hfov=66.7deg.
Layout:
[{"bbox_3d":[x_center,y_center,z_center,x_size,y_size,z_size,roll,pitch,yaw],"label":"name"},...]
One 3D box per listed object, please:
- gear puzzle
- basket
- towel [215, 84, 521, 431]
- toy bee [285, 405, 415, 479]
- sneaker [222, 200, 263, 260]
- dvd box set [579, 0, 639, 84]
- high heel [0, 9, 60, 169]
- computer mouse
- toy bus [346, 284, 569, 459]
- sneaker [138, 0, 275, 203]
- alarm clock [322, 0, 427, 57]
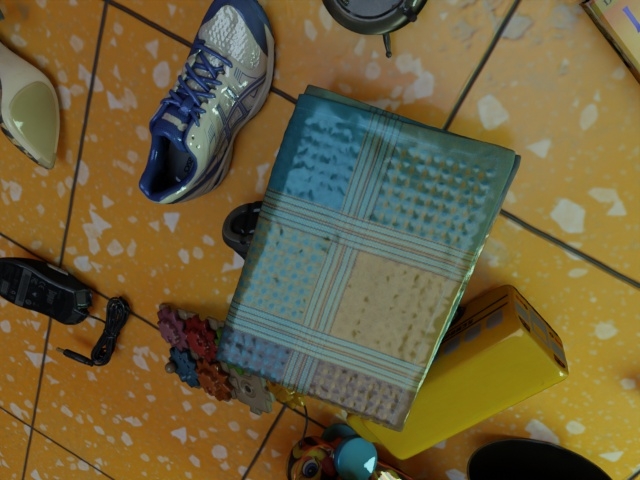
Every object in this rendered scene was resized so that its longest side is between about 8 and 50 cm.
[{"bbox_3d":[-0.155,0.211,0.792,0.338,0.044,0.176,7,116,37],"label":"gear puzzle"},{"bbox_3d":[0.319,0.442,0.733,0.204,0.154,0.227,5,118,18],"label":"basket"},{"bbox_3d":[0.043,0.027,0.601,0.271,0.040,0.371,21,101,6],"label":"towel"},{"bbox_3d":[0.008,0.376,0.801,0.298,0.162,0.195,37,164,10],"label":"toy bee"},{"bbox_3d":[0.000,0.000,0.692,0.267,0.101,0.106,3,144,10],"label":"sneaker"},{"bbox_3d":[0.506,-0.167,0.447,0.307,0.062,0.420,-39,97,29],"label":"dvd box set"},{"bbox_3d":[-0.512,-0.242,0.768,0.186,0.093,0.262,13,126,33],"label":"high heel"},{"bbox_3d":[-0.493,0.133,0.928,0.261,0.060,0.184,22,114,-4],"label":"computer mouse"},{"bbox_3d":[0.165,0.200,0.686,0.108,0.130,0.332,46,119,-4],"label":"toy bus"},{"bbox_3d":[-0.151,-0.170,0.633,0.111,0.131,0.297,28,117,8],"label":"sneaker"},{"bbox_3d":[0.047,-0.314,0.543,0.192,0.064,0.129,46,119,-1],"label":"alarm clock"}]
